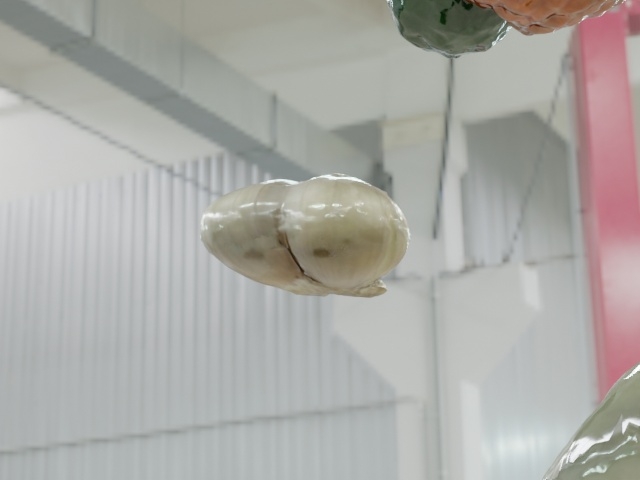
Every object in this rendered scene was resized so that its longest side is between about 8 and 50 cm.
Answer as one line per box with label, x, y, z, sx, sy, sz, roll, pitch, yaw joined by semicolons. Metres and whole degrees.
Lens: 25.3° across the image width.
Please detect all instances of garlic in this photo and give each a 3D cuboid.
garlic;-0.006;-0.010;1.094;0.174;0.099;0.124;-6;-12;42

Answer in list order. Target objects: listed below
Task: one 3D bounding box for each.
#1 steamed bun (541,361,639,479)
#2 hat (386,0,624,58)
steamed bun;0.321;0.136;0.745;0.368;0.255;0.342;-15;-65;46
hat;0.181;-0.277;1.231;0.285;0.285;0.400;11;-41;-33
